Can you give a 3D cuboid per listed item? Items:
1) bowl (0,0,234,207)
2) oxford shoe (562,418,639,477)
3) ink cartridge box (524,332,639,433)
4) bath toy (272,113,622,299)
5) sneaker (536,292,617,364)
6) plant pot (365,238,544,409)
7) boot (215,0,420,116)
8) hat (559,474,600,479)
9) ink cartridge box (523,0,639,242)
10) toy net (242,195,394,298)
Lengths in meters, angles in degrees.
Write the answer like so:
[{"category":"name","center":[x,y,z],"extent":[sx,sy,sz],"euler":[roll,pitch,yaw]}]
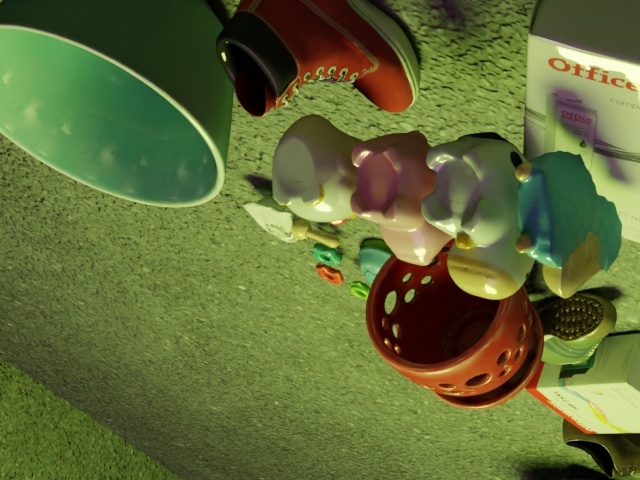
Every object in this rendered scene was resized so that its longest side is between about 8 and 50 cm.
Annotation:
[{"category":"bowl","center":[-0.214,-0.187,1.391],"extent":[0.312,0.163,0.311],"euler":[20,156,9]},{"category":"oxford shoe","center":[0.449,0.312,1.896],"extent":[0.227,0.096,0.083],"euler":[23,154,-3]},{"category":"ink cartridge box","center":[0.373,0.195,1.745],"extent":[0.134,0.078,0.231],"euler":[36,154,-25]},{"category":"bath toy","center":[0.105,-0.038,1.233],"extent":[0.129,0.151,0.348],"euler":[-8,-163,-44]},{"category":"sneaker","center":[0.325,0.116,1.660],"extent":[0.086,0.064,0.192],"euler":[21,156,-26]},{"category":"plant pot","center":[0.176,0.103,1.615],"extent":[0.191,0.191,0.174],"euler":[6,160,34]},{"category":"boot","center":[-0.003,-0.158,1.245],"extent":[0.088,0.176,0.244],"euler":[-1,147,40]},{"category":"hat","center":[0.444,0.461,2.160],"extent":[0.331,0.133,0.331],"euler":[13,172,2]},{"category":"ink cartridge box","center":[0.287,-0.115,1.139],"extent":[0.207,0.117,0.283],"euler":[17,155,17]},{"category":"toy net","center":[0.000,0.000,1.731],"extent":[0.232,0.045,0.122],"euler":[31,157,-12]}]
